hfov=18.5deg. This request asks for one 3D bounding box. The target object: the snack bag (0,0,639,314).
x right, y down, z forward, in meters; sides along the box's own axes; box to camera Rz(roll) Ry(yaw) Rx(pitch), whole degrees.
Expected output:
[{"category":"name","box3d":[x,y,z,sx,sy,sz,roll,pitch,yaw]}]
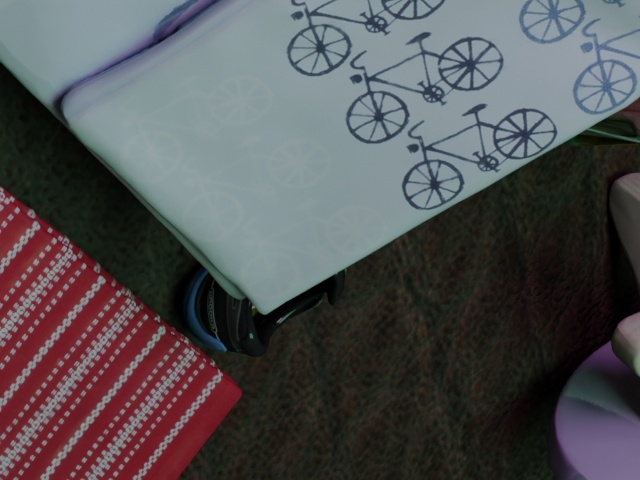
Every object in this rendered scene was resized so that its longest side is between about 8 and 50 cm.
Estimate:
[{"category":"snack bag","box3d":[-0.008,-0.135,0.939,0.323,0.037,0.342,-29,126,20]}]

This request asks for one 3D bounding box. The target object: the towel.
[{"category":"towel","box3d":[-0.177,0.099,1.104,0.199,0.031,0.275,-53,134,-8]}]

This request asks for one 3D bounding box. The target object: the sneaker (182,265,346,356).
[{"category":"sneaker","box3d":[0.000,0.000,1.190,0.188,0.078,0.067,-48,137,-16]}]

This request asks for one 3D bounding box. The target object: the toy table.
[{"category":"toy table","box3d":[0.292,0.080,1.418,0.274,0.252,0.161,-34,147,-41]}]

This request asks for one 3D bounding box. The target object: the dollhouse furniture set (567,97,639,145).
[{"category":"dollhouse furniture set","box3d":[0.142,-0.143,1.190,0.301,0.197,0.151,8,91,-46]}]
